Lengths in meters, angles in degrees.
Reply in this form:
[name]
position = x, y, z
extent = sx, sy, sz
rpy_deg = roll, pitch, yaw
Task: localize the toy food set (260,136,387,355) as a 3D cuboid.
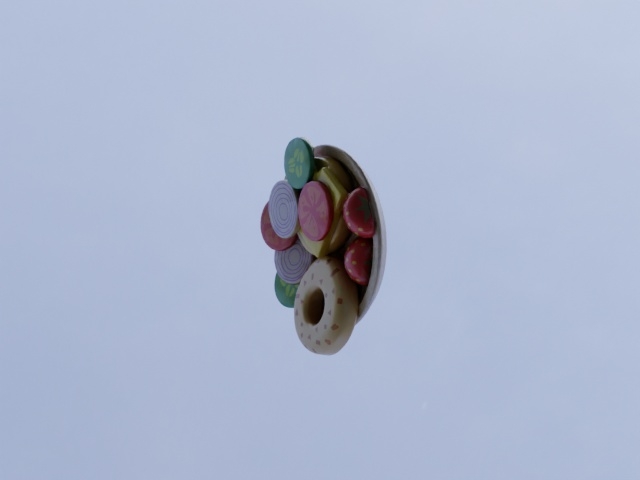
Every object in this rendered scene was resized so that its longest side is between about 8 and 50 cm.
[toy food set]
position = 0.000, 0.000, 0.706
extent = 0.020, 0.083, 0.082
rpy_deg = -4, -140, -31
